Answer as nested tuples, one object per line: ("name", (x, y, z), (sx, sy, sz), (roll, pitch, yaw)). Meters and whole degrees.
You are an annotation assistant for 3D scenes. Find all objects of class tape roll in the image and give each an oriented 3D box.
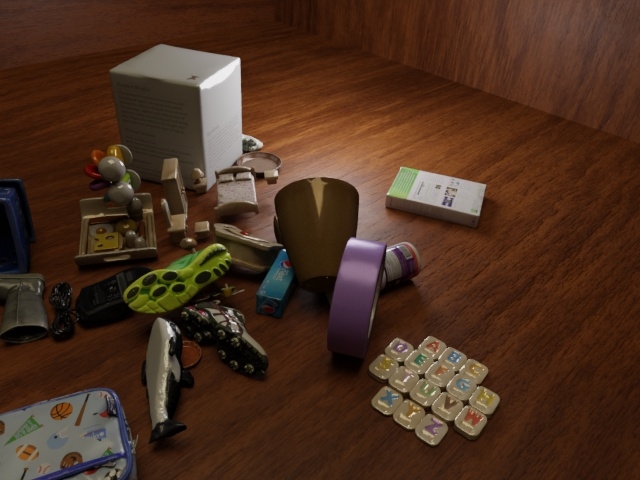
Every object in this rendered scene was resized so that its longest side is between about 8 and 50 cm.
("tape roll", (0.090, 0.134, 1.278), (0.090, 0.275, 0.275), (11, 36, 9))

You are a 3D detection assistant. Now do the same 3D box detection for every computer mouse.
("computer mouse", (-0.545, 0.150, 1.380), (0.272, 0.072, 0.188), (-19, 42, -10))

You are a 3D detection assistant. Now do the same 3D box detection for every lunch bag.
("lunch bag", (-0.486, 0.410, 0.981), (0.303, 0.115, 0.243), (-13, 41, -20))

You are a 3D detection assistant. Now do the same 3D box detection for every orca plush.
("orca plush", (-0.310, 0.296, 1.168), (0.102, 0.151, 0.287), (21, 21, -34))

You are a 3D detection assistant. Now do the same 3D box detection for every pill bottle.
("pill bottle", (0.176, 0.079, 1.506), (0.193, 0.108, 0.108), (-17, 41, -26))

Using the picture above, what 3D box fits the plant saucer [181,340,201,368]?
("plant saucer", (-0.323, 0.272, 1.271), (0.083, 0.013, 0.084), (2, 36, -2))

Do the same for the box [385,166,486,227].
("box", (0.412, -0.159, 1.908), (0.321, 0.059, 0.232), (16, 37, 14))

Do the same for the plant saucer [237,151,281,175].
("plant saucer", (-0.232, -0.289, 2.047), (0.168, 0.029, 0.168), (2, 36, -2))

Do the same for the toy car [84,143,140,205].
("toy car", (-0.623, -0.188, 1.595), (0.136, 0.182, 0.159), (-11, 29, -1))

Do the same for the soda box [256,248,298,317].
("soda box", (-0.106, 0.113, 1.466), (0.071, 0.067, 0.210), (12, 37, 10))

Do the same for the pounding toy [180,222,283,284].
("pounding toy", (-0.257, 0.045, 1.548), (0.269, 0.155, 0.154), (17, 8, 3))

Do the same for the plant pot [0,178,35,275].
("plant pot", (-0.925, -0.044, 1.475), (0.235, 0.236, 0.212), (-4, 30, -12))

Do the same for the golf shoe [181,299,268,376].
("golf shoe", (-0.211, 0.217, 1.287), (0.272, 0.105, 0.120), (28, 35, 29))

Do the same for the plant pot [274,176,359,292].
("plant pot", (0.000, 0.000, 1.436), (0.237, 0.237, 0.255), (-1, 63, -8))

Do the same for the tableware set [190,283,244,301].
("tableware set", (-0.281, 0.134, 1.380), (0.154, 0.024, 0.104), (-8, 5, 32))

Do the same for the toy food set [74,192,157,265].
("toy food set", (-0.612, -0.043, 1.613), (0.219, 0.093, 0.306), (-7, 37, -16))

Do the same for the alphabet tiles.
("alphabet tiles", (0.257, 0.332, 1.237), (0.284, 0.021, 0.278), (27, 41, 30))

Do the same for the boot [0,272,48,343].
("boot", (-0.773, 0.171, 1.331), (0.189, 0.076, 0.209), (-10, 45, -15))

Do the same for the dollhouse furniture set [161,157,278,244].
("dollhouse furniture set", (-0.304, -0.164, 1.694), (0.355, 0.174, 0.303), (-8, 42, -5))

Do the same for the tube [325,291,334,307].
("tube", (0.033, 0.113, 1.496), (0.062, 0.070, 0.240), (32, 18, -43))

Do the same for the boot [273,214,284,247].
("boot", (-0.052, -0.017, 1.654), (0.152, 0.073, 0.197), (-15, 52, -23))

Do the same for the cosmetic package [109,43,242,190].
("cosmetic package", (-0.491, -0.439, 1.919), (0.329, 0.394, 0.327), (14, 37, 12))

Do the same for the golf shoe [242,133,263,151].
("golf shoe", (-0.314, -0.401, 2.184), (0.176, 0.069, 0.086), (26, 21, 23))

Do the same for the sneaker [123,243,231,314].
("sneaker", (-0.358, 0.106, 1.361), (0.295, 0.110, 0.123), (-28, 3, -41))
